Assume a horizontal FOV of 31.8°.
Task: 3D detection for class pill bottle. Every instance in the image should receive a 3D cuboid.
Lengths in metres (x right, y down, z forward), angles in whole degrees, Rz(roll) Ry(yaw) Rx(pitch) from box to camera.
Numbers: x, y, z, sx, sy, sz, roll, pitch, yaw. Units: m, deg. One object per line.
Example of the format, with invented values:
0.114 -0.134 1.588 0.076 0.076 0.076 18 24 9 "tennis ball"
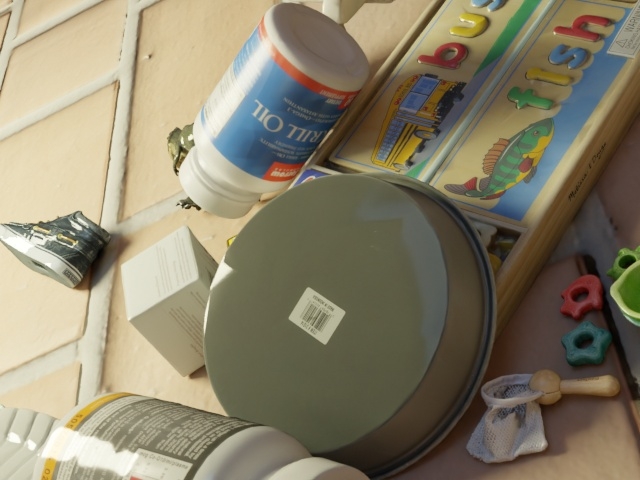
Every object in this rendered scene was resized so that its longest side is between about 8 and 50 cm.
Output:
-0.095 0.221 0.913 0.278 0.162 0.162 5 54 42 "pill bottle"
-0.056 -0.128 1.174 0.221 0.124 0.124 -51 28 33 "pill bottle"

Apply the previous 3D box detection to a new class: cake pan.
0.012 0.068 0.995 0.293 0.054 0.293 -12 66 29 "cake pan"

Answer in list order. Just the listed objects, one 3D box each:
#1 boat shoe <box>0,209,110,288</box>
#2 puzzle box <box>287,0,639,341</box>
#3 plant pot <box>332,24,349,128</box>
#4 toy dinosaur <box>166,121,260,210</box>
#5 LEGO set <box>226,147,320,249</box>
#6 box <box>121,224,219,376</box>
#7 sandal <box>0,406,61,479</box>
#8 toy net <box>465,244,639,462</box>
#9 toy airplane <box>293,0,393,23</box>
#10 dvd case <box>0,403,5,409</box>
-0.339 -0.002 1.421 0.183 0.065 0.083 22 65 41 "boat shoe"
0.153 -0.111 1.120 0.272 0.052 0.409 18 63 37 "puzzle box"
-0.016 -0.189 1.330 0.109 0.096 0.109 -2 50 36 "plant pot"
-0.118 -0.100 1.320 0.268 0.064 0.118 -14 71 48 "toy dinosaur"
0.000 0.000 1.157 0.182 0.060 0.244 -46 38 -18 "LEGO set"
-0.141 0.063 1.162 0.087 0.101 0.102 -32 36 7 "box"
-0.386 0.257 1.145 0.416 0.102 0.169 -2 37 25 "sandal"
0.200 0.085 0.919 0.232 0.045 0.122 -38 38 -1 "toy net"
0.002 -0.441 1.246 0.272 0.386 0.384 23 83 7 "toy airplane"
-0.378 0.244 1.232 0.119 0.013 0.087 -45 38 -9 "dvd case"
